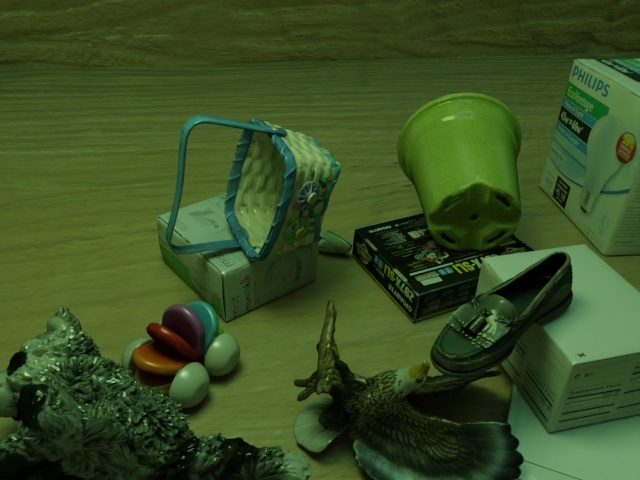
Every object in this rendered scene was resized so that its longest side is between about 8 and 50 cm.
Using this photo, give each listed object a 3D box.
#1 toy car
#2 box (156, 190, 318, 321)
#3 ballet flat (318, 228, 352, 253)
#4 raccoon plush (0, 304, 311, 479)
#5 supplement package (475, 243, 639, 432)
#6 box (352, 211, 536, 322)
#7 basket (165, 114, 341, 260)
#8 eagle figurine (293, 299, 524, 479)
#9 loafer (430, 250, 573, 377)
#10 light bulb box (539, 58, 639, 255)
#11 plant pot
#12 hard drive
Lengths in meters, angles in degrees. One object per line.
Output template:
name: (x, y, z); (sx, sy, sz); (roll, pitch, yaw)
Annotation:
toy car: (-0.232, 0.170, 0.946); (0.159, 0.136, 0.182); (19, 37, 25)
box: (-0.174, 0.013, 1.197); (0.231, 0.126, 0.262); (-25, 42, -33)
ballet flat: (0.000, 0.000, 1.309); (0.168, 0.057, 0.052); (28, 69, 40)
raccoon plush: (-0.261, 0.266, 0.831); (0.447, 0.216, 0.299); (23, 14, -19)
supplement package: (0.402, 0.144, 0.928); (0.204, 0.145, 0.262); (-7, 34, -12)
box: (0.267, 0.033, 1.238); (0.322, 0.079, 0.257); (-14, 38, -23)
basket: (-0.121, -0.095, 1.028); (0.289, 0.254, 0.201); (-2, 36, -29)
eagle figurine: (0.122, 0.243, 0.847); (0.298, 0.225, 0.226); (27, 74, -12)
loafer: (0.256, 0.092, 0.804); (0.268, 0.084, 0.096); (-25, 40, -29)
light bulb box: (0.743, -0.210, 1.374); (0.225, 0.361, 0.358); (-2, 33, -7)
plant pot: (0.305, -0.123, 1.208); (0.276, 0.276, 0.253); (3, 45, 1)
hard drive: (0.419, 0.275, 0.903); (0.233, 0.047, 0.353); (14, 35, 18)
